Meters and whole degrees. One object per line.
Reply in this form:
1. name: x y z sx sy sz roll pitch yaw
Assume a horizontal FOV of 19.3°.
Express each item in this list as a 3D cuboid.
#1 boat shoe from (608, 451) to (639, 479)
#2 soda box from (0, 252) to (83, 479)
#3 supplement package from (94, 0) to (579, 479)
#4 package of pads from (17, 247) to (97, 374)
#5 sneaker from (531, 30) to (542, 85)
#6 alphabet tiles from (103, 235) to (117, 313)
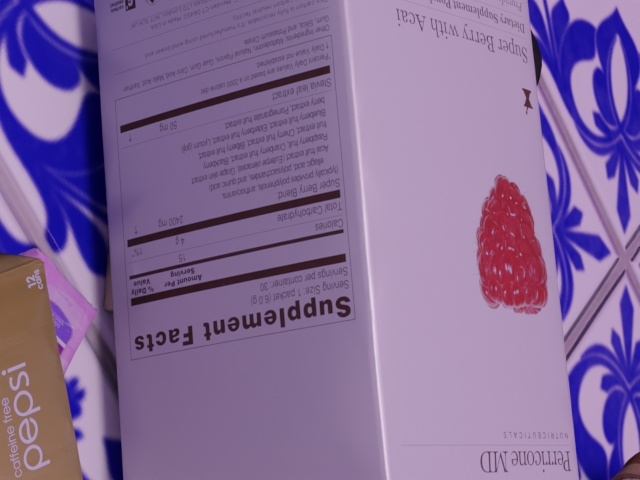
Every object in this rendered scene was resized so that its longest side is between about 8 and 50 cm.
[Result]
1. boat shoe: 0.288 0.285 1.327 0.324 0.122 0.120 60 38 -22
2. soda box: -0.149 0.098 0.849 0.058 0.061 0.181 -23 110 -43
3. supplement package: 0.008 0.000 0.994 0.177 0.175 0.293 7 75 -51
4. package of pads: -0.147 0.050 0.922 0.050 0.032 0.083 48 47 -28
5. sneaker: 0.077 -0.211 1.180 0.330 0.146 0.122 49 39 -33
6. alphabet tiles: 0.000 0.000 1.135 0.342 0.011 0.285 22 64 -46
